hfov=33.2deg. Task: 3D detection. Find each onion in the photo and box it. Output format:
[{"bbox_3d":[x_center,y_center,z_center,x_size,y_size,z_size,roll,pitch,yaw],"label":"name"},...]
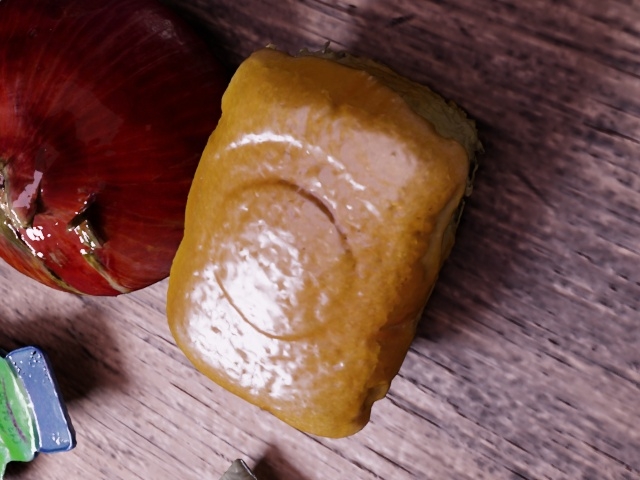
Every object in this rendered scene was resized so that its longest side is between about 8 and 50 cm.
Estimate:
[{"bbox_3d":[-0.175,-0.073,0.769,0.248,0.161,0.248,-2,84,25],"label":"onion"}]

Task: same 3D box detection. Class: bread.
[{"bbox_3d":[0.000,0.000,0.686,0.174,0.121,0.246,34,119,22],"label":"bread"}]

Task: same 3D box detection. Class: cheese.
[{"bbox_3d":[-0.329,0.161,0.983,0.320,0.083,0.204,-15,94,39],"label":"cheese"}]

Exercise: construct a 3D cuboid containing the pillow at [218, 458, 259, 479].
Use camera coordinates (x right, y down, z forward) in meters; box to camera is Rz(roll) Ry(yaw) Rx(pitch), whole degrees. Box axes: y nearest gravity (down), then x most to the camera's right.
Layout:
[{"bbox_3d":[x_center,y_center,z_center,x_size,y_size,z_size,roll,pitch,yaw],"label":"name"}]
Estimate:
[{"bbox_3d":[-0.021,0.291,0.837,0.229,0.050,0.148,42,128,13],"label":"pillow"}]
